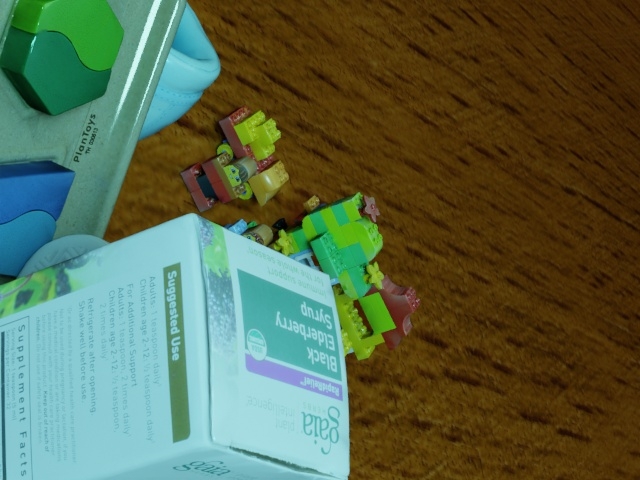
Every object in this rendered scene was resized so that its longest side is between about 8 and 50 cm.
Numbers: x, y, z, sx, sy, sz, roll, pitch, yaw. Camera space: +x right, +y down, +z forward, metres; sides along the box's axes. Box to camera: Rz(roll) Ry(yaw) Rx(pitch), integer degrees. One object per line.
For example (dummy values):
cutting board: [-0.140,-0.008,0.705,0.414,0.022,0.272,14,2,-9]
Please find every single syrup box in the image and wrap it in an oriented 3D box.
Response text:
syrup box: [-0.111,0.075,0.572,0.093,0.237,0.096,26,51,-52]

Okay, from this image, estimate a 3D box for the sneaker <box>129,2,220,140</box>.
sneaker: [-0.156,-0.232,0.783,0.365,0.150,0.135,67,27,-7]

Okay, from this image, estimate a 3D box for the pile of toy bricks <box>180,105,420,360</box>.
pile of toy bricks: [0.000,0.000,0.955,0.212,0.105,0.118,63,29,-12]

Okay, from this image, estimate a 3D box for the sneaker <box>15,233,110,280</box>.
sneaker: [-0.088,0.158,0.700,0.169,0.108,0.292,35,53,-60]

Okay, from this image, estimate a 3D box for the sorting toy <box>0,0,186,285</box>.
sorting toy: [-0.154,-0.108,0.639,0.229,0.041,0.307,14,97,-54]
